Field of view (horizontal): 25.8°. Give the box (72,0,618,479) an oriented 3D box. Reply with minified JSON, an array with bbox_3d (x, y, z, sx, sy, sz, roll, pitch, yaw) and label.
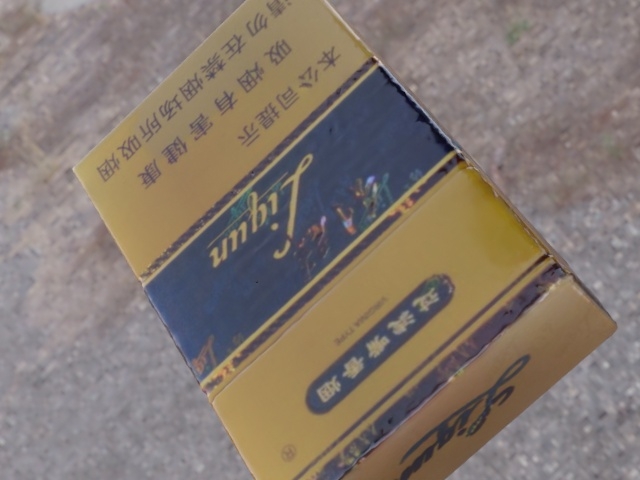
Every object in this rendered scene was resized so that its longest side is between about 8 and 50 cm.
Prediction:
[{"bbox_3d":[0.000,0.000,0.627,0.152,0.070,0.237,-42,50,8],"label":"box"}]
